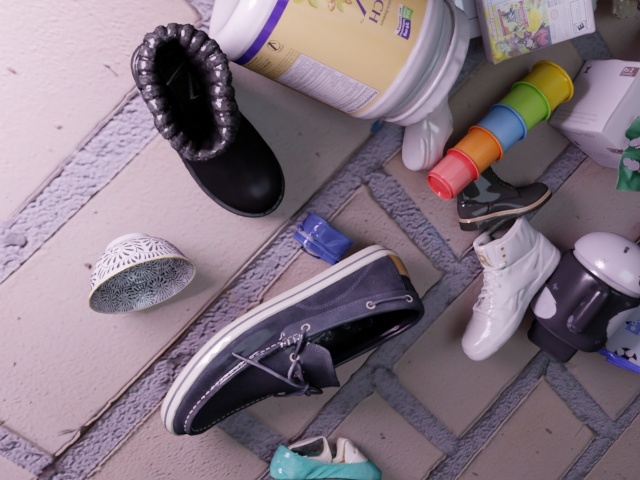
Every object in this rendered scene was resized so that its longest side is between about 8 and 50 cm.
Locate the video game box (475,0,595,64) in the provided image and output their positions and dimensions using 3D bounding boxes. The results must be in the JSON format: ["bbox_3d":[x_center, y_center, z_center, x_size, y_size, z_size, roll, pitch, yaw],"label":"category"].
[{"bbox_3d":[0.356,-0.427,1.109,0.187,0.048,0.205,-18,112,-2],"label":"video game box"}]

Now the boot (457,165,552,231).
[{"bbox_3d":[0.349,-0.112,1.262,0.198,0.077,0.136,-22,107,-16],"label":"boot"}]

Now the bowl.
[{"bbox_3d":[-0.288,0.040,1.025,0.170,0.170,0.080,-20,68,-16],"label":"bowl"}]

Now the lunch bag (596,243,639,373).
[{"bbox_3d":[0.836,0.171,1.457,0.386,0.239,0.327,22,97,-10],"label":"lunch bag"}]

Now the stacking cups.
[{"bbox_3d":[0.320,-0.199,1.202,0.316,0.096,0.096,-41,116,-10],"label":"stacking cups"}]

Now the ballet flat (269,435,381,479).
[{"bbox_3d":[0.021,0.428,1.281,0.248,0.083,0.087,9,87,-26],"label":"ballet flat"}]

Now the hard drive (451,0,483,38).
[{"bbox_3d":[0.298,-0.548,1.127,0.233,0.047,0.352,-21,111,-16],"label":"hard drive"}]

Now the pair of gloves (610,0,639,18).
[{"bbox_3d":[0.514,-0.504,1.176,0.240,0.042,0.204,-7,115,-25],"label":"pair of gloves"}]

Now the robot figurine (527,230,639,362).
[{"bbox_3d":[0.543,0.115,1.326,0.174,0.209,0.278,21,115,-22],"label":"robot figurine"}]

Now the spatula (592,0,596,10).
[{"bbox_3d":[0.507,-0.523,1.207,0.242,0.019,0.168,-48,122,-13],"label":"spatula"}]

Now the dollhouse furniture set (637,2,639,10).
[{"bbox_3d":[0.647,-0.517,1.257,0.091,0.081,0.114,23,95,-26],"label":"dollhouse furniture set"}]

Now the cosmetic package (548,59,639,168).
[{"bbox_3d":[0.585,-0.238,1.274,0.184,0.151,0.151,29,94,-26],"label":"cosmetic package"}]

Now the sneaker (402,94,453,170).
[{"bbox_3d":[0.205,-0.232,1.174,0.094,0.080,0.212,-7,115,-32],"label":"sneaker"}]

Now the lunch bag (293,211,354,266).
[{"bbox_3d":[0.000,0.000,1.152,0.098,0.067,0.065,34,91,-27],"label":"lunch bag"}]

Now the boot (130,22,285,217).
[{"bbox_3d":[-0.147,-0.148,0.942,0.131,0.260,0.348,-42,115,-6],"label":"boot"}]

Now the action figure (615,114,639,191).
[{"bbox_3d":[0.655,-0.134,1.220,0.232,0.063,0.137,12,99,-28],"label":"action figure"}]

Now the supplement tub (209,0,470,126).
[{"bbox_3d":[0.029,-0.325,0.975,0.332,0.241,0.240,19,97,-26],"label":"supplement tub"}]

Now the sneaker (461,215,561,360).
[{"bbox_3d":[0.338,0.081,1.300,0.169,0.108,0.292,42,77,-25],"label":"sneaker"}]

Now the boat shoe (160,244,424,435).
[{"bbox_3d":[-0.038,0.191,1.119,0.500,0.156,0.186,-31,149,-13],"label":"boat shoe"}]
